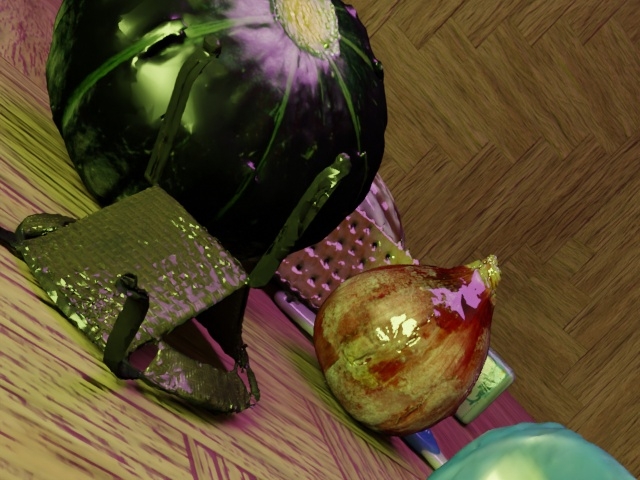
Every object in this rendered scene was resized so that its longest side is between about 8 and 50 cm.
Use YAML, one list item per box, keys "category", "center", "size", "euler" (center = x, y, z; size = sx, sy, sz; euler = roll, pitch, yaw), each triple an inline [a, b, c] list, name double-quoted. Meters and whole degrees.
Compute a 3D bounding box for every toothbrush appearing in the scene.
- category: "toothbrush"
  center: [0.086, 0.187, 0.777]
  size: [0.386, 0.040, 0.040]
  euler: [42, 4, 16]

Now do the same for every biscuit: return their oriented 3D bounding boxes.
- category: "biscuit"
  center: [0.000, 0.000, 0.843]
  size: [0.231, 0.139, 0.016]
  euler: [40, -25, -7]

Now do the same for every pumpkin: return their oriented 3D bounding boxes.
- category: "pumpkin"
  center: [-0.098, -0.108, 0.647]
  size: [0.296, 0.296, 0.296]
  euler: [44, 5, -4]

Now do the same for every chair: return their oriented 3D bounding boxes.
- category: "chair"
  center: [-0.093, 0.012, 0.423]
  size: [0.174, 0.149, 0.213]
  euler: [43, -38, 19]

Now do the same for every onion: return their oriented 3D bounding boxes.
- category: "onion"
  center: [0.089, 0.083, 0.688]
  size: [0.159, 0.195, 0.159]
  euler: [47, 12, -13]

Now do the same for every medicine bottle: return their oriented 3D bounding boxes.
- category: "medicine bottle"
  center: [0.217, 0.196, 1.237]
  size: [0.188, 0.119, 0.094]
  euler: [46, 5, 18]

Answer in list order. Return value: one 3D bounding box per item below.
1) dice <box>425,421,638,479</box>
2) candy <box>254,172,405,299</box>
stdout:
- category: "dice"
  center: [0.099, 0.169, 0.293]
  size: [0.143, 0.146, 0.146]
  euler: [44, 3, -24]
- category: "candy"
  center: [-0.017, -0.053, 0.949]
  size: [0.289, 0.157, 0.214]
  euler: [50, 37, -5]
